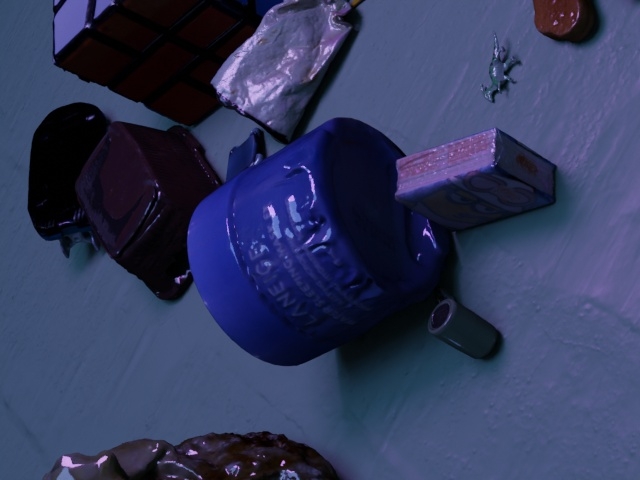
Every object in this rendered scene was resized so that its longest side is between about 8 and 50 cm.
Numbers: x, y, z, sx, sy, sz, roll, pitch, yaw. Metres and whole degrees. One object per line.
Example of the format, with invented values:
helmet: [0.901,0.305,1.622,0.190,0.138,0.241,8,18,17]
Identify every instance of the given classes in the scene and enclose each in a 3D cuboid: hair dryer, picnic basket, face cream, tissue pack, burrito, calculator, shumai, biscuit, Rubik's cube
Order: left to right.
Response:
picnic basket: [-0.276,-0.062,2.063,0.222,0.129,0.297,-56,39,15]
shumai: [-0.186,0.365,1.577,0.395,0.348,0.395,-31,46,37]
Rubik's cube: [-0.231,-0.391,2.057,0.293,0.283,0.288,-32,50,32]
calculator: [-0.115,-0.107,1.964,0.094,0.019,0.141,-39,30,31]
burrito: [-0.045,-0.268,1.924,0.229,0.144,0.089,-56,-4,3]
face cream: [0.000,0.000,1.613,0.225,0.249,0.249,-33,49,34]
hair dryer: [0.151,0.083,1.559,0.047,0.071,0.150,-53,23,10]
tissue pack: [0.179,-0.069,1.550,0.155,0.115,0.065,-18,58,42]
biscuit: [0.300,-0.379,1.614,0.186,0.044,0.295,-41,47,37]

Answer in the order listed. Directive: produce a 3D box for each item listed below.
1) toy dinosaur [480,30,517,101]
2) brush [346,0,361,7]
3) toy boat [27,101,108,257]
toy dinosaur: [0.217,-0.214,1.656,0.062,0.021,0.083,-53,40,37]
brush: [0.102,-0.386,1.883,0.205,0.011,0.083,-32,51,37]
toy boat: [-0.422,-0.108,2.290,0.134,0.092,0.299,-12,47,7]
